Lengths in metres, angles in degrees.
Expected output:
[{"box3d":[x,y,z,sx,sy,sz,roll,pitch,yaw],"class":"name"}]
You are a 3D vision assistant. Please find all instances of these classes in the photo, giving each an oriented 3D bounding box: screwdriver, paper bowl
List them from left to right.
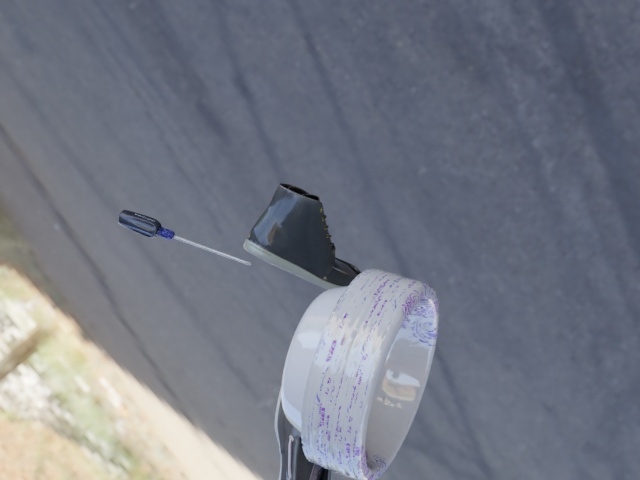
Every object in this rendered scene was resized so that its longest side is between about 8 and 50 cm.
[{"box3d":[-0.162,-0.001,1.690,0.170,0.024,0.025,20,176,9],"class":"screwdriver"},{"box3d":[0.047,0.177,1.944,0.148,0.284,0.284,16,150,19],"class":"paper bowl"}]

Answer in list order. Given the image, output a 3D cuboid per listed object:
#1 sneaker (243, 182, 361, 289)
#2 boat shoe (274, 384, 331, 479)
[{"box3d":[0.000,0.000,2.129,0.222,0.118,0.083,23,-171,-39],"class":"sneaker"},{"box3d":[-0.016,0.366,2.320,0.095,0.335,0.112,0,169,45],"class":"boat shoe"}]
